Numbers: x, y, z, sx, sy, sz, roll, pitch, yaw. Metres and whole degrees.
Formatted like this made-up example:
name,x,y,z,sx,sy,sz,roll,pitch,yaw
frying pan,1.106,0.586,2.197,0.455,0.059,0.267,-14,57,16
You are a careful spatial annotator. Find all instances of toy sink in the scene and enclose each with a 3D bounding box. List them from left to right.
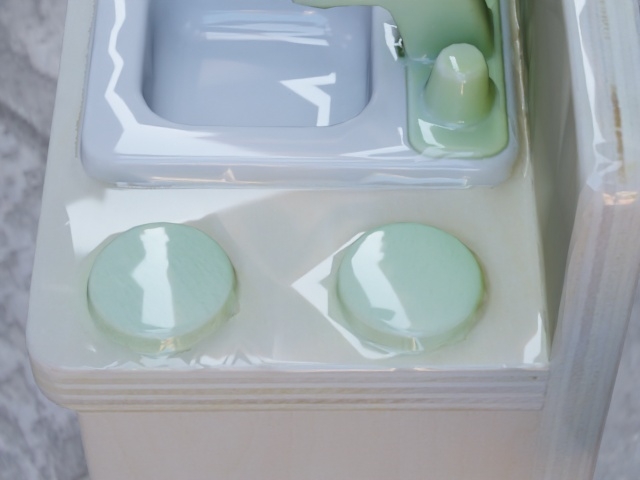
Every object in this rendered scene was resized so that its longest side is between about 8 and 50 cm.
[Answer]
name,x,y,z,sx,sy,sz,roll,pitch,yaw
toy sink,0.000,0.000,0.467,0.131,0.234,0.153,0,54,-1
